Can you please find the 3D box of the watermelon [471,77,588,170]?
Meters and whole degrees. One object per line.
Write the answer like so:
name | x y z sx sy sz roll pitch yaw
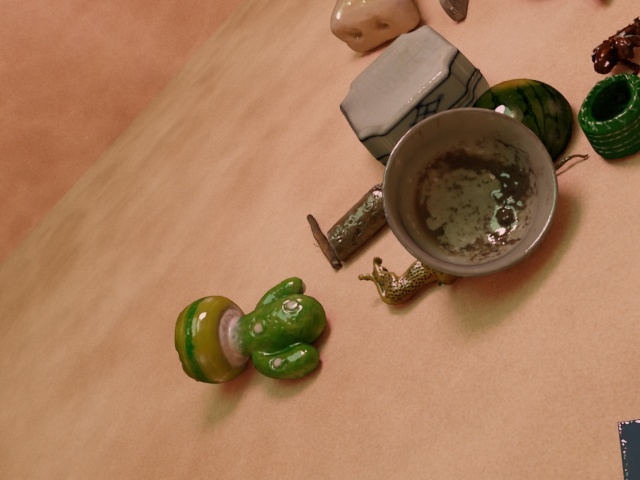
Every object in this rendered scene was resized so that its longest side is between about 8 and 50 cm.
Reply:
watermelon | 0.353 -0.213 1.353 0.204 0.127 0.232 -26 44 27

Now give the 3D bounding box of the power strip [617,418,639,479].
power strip | 0.395 0.276 0.884 0.056 0.032 0.123 -23 41 37

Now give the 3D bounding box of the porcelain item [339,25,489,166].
porcelain item | 0.203 -0.307 1.601 0.286 0.157 0.281 -43 31 12

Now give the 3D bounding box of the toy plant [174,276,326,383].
toy plant | -0.130 0.188 1.521 0.316 0.184 0.224 -10 53 25

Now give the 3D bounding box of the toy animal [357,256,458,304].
toy animal | 0.161 0.067 1.351 0.181 0.073 0.136 -34 46 17

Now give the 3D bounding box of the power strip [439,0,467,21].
power strip | 0.340 -0.639 1.847 0.029 0.080 0.226 -24 40 43

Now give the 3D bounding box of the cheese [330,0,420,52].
cheese | 0.177 -0.654 1.974 0.251 0.174 0.247 -1 65 51

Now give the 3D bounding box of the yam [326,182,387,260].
yam | 0.086 -0.040 1.546 0.179 0.078 0.078 -43 33 13

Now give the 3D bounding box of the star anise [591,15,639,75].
star anise | 0.530 -0.325 1.296 0.097 0.070 0.190 -23 21 32

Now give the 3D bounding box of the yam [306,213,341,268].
yam | 0.001 -0.001 1.655 0.029 0.027 0.234 -68 25 22

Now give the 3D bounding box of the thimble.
thimble | 0.491 -0.207 1.210 0.118 0.090 0.130 -24 42 31

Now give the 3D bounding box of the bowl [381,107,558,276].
bowl | 0.249 -0.069 1.267 0.289 0.146 0.289 -1 77 6
